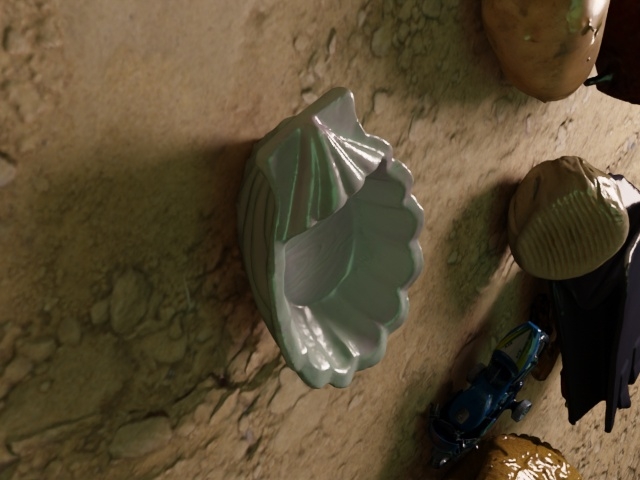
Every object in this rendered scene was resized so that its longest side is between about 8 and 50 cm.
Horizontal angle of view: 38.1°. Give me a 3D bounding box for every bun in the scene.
[{"bbox_3d":[0.317,-0.038,1.217,0.166,0.113,0.173,-2,131,-10],"label":"bun"}]

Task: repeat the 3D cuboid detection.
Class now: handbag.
[{"bbox_3d":[0.454,0.092,1.435,0.303,0.122,0.329,-45,136,-43],"label":"handbag"}]

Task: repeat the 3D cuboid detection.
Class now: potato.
[{"bbox_3d":[0.248,-0.236,0.998,0.161,0.128,0.235,-40,143,-28],"label":"potato"}]

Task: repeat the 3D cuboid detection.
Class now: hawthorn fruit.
[{"bbox_3d":[0.422,-0.274,1.176,0.248,0.208,0.208,-46,144,-2],"label":"hawthorn fruit"}]

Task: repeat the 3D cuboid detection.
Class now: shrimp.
[{"bbox_3d":[0.366,0.124,1.453,0.148,0.035,0.195,-43,138,-33],"label":"shrimp"}]

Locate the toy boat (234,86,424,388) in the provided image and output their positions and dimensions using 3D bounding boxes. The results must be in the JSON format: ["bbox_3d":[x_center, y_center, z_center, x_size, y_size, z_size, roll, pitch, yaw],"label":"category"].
[{"bbox_3d":[0.000,0.000,0.819,0.199,0.100,0.290,-45,141,-30],"label":"toy boat"}]

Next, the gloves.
[{"bbox_3d":[0.269,0.355,1.295,0.155,0.203,0.356,-68,165,18],"label":"gloves"}]

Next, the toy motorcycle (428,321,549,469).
[{"bbox_3d":[0.217,0.214,1.241,0.254,0.092,0.135,-54,154,12],"label":"toy motorcycle"}]
